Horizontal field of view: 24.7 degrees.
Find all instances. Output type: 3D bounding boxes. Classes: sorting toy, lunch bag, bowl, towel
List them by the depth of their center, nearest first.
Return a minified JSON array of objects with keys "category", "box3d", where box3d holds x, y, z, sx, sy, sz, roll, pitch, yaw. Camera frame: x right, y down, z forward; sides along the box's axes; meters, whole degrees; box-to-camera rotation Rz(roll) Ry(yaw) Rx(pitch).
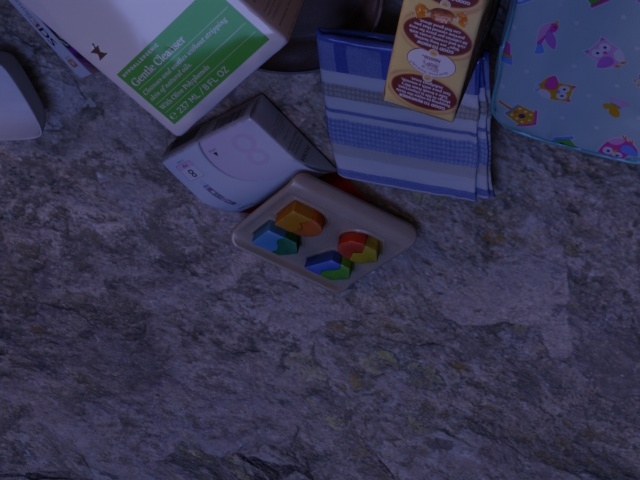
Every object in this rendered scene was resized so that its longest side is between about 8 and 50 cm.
[{"category":"lunch bag","box3d":[0.305,-0.212,1.549,0.224,0.107,0.279,13,142,6]},{"category":"towel","box3d":[0.106,-0.148,1.748,0.209,0.034,0.285,10,149,13]},{"category":"sorting toy","box3d":[0.000,0.000,1.979,0.193,0.038,0.208,25,146,-19]},{"category":"bowl","box3d":[-0.448,-0.205,1.996,0.142,0.053,0.142,0,137,27]}]

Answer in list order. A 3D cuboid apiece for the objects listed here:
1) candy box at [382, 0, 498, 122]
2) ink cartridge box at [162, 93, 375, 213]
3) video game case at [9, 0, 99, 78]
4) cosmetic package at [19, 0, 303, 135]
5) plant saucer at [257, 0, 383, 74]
[{"category":"candy box","box3d":[0.149,-0.295,1.472,0.088,0.183,0.316,20,142,7]},{"category":"ink cartridge box","box3d":[-0.070,-0.074,1.951,0.189,0.066,0.232,-23,118,43]},{"category":"video game case","box3d":[-0.294,-0.305,1.766,0.232,0.042,0.210,-10,128,51]},{"category":"cosmetic package","box3d":[-0.213,-0.314,1.563,0.365,0.155,0.197,39,126,-18]},{"category":"plant saucer","box3d":[-0.071,-0.322,1.666,0.311,0.050,0.310,14,140,12]}]
